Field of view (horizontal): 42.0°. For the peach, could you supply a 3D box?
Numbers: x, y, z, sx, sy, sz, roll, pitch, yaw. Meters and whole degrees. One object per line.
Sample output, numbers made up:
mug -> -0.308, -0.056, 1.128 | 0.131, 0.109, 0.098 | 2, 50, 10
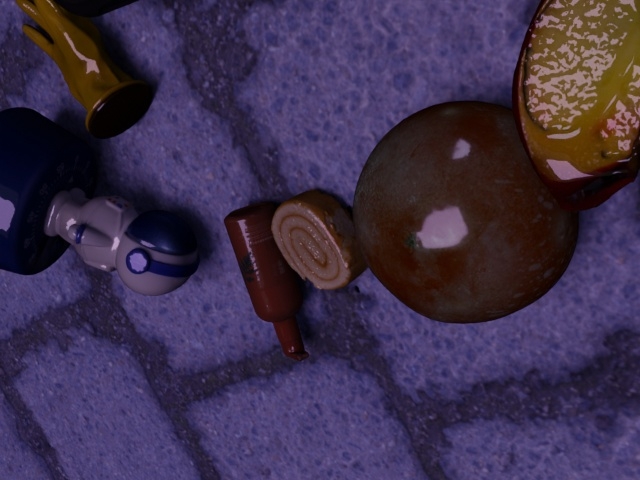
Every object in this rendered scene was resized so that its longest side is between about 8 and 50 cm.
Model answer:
peach -> 0.283, -0.165, 0.861 | 0.159, 0.154, 0.267 | 17, 102, 24

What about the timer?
timer -> -0.374, -0.029, 1.356 | 0.384, 0.270, 0.270 | 22, 124, 7

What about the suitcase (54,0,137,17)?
suitcase -> -0.261, -0.441, 1.022 | 0.345, 0.188, 0.339 | -8, 151, 31

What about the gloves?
gloves -> -0.397, -0.306, 1.314 | 0.294, 0.116, 0.133 | 50, 123, 12

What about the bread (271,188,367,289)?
bread -> 0.000, 0.000, 1.206 | 0.122, 0.073, 0.149 | -36, 88, 45

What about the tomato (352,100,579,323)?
tomato -> 0.161, -0.026, 0.984 | 0.270, 0.223, 0.270 | 12, 115, 27

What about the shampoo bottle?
shampoo bottle -> -0.073, 0.065, 1.274 | 0.085, 0.085, 0.244 | -9, 106, 37
